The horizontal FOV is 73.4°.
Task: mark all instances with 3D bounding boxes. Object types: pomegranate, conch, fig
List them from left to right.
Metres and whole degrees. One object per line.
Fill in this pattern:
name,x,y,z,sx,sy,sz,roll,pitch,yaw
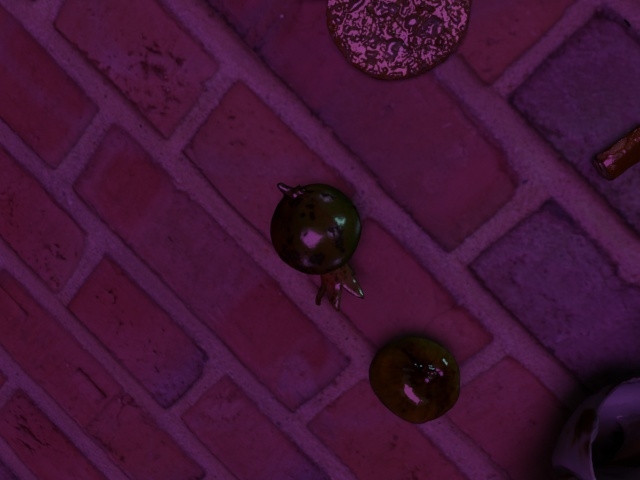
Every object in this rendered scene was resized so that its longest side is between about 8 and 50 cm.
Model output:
pomegranate,-0.007,0.011,0.699,0.157,0.156,0.219,4,112,12
fig,0.155,0.231,0.720,0.153,0.120,0.135,14,67,28
conch,0.431,0.378,0.625,0.368,0.197,0.249,-39,83,-26

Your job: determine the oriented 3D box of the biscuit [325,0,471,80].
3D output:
biscuit,0.116,-0.352,0.642,0.220,0.033,0.219,3,108,8

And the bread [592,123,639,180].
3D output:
bread,0.444,-0.129,0.623,0.083,0.036,0.047,-38,100,16
